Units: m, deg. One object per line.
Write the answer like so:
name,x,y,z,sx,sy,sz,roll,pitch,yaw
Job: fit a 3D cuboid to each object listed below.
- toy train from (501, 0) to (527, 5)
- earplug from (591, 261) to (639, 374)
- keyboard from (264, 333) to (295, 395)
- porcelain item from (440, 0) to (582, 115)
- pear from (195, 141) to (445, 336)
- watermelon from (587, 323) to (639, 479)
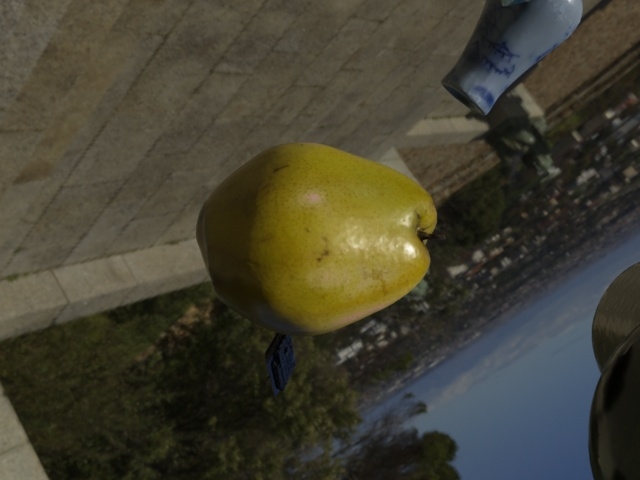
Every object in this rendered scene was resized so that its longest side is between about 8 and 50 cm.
toy train,0.339,-0.352,0.954,0.207,0.043,0.047,-9,161,5
earplug,0.609,0.162,1.164,0.312,0.313,0.394,-35,174,4
keyboard,-0.073,0.223,1.349,0.230,0.025,0.094,88,27,-65
porcelain item,0.296,-0.317,1.105,0.259,0.141,0.141,-54,163,5
pear,-0.008,-0.011,1.053,0.336,0.285,0.285,-30,167,12
watermelon,0.314,0.147,0.507,0.242,0.242,0.242,-31,166,-9
